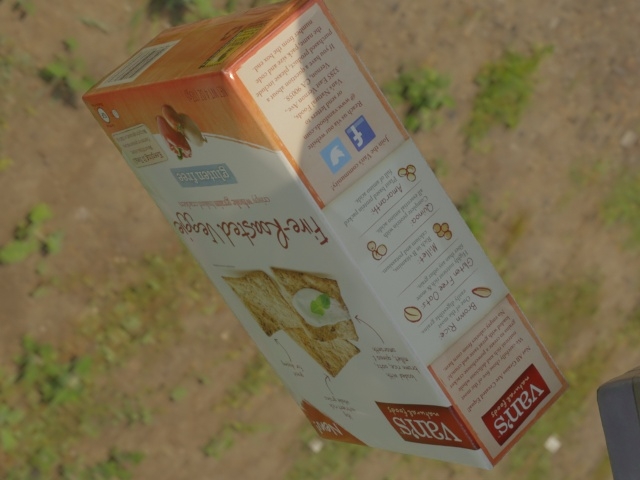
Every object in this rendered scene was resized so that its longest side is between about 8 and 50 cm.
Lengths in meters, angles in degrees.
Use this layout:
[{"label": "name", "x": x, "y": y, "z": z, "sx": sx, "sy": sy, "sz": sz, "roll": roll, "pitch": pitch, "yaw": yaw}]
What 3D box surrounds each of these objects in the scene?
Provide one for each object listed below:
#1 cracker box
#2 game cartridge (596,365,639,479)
[{"label": "cracker box", "x": 0.000, "y": 0.000, "z": 0.832, "sx": 0.067, "sy": 0.156, "sz": 0.232, "roll": -43, "pitch": 110, "yaw": -24}, {"label": "game cartridge", "x": 0.216, "y": 0.224, "z": 0.821, "sx": 0.230, "sy": 0.068, "sz": 0.355, "roll": -8, "pitch": 86, "yaw": -68}]
